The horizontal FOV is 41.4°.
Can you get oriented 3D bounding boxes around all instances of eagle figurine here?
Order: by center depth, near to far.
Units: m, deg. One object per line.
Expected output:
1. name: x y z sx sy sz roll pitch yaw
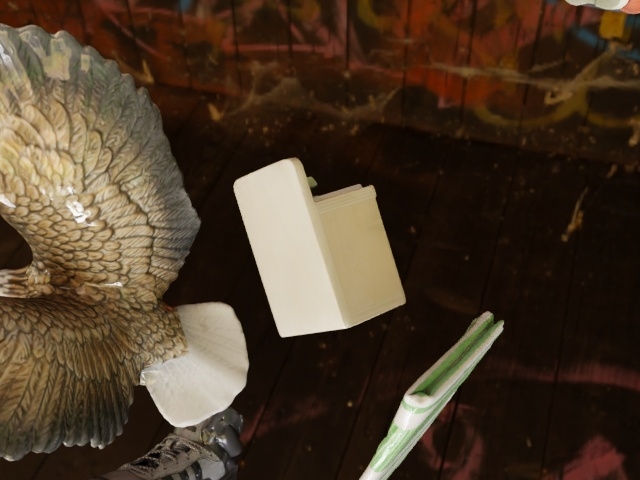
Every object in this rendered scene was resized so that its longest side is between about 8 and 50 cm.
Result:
1. eagle figurine: -0.182 0.033 0.587 0.225 0.298 0.226 -26 -107 -14

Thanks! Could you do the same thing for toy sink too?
1. toy sink: 0.000 0.000 1.177 0.131 0.234 0.153 -19 -178 -39

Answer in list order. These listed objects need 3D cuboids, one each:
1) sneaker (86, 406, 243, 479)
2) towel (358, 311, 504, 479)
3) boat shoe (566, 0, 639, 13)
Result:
1. sneaker: -0.185 0.262 1.037 0.101 0.268 0.153 11 -97 31
2. towel: 0.108 0.252 1.115 0.038 0.325 0.248 39 -142 15
3. boat shoe: 0.227 -0.207 0.666 0.043 0.049 0.137 -5 -155 -7
